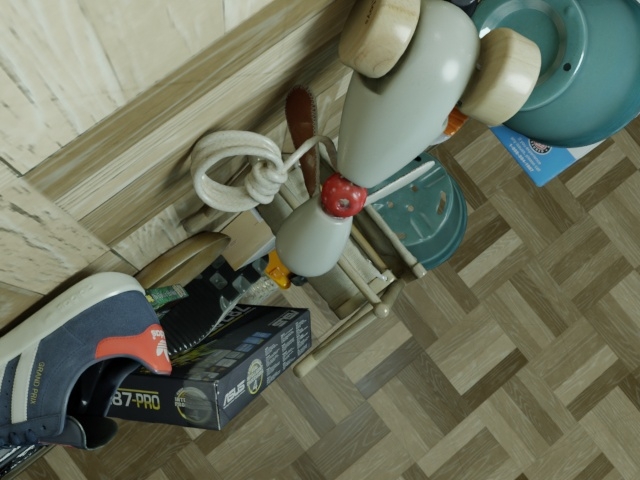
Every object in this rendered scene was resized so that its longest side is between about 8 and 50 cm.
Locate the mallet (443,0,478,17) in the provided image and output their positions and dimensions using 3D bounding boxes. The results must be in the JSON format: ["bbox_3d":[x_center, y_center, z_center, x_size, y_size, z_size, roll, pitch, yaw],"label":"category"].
[{"bbox_3d":[0.212,-0.326,0.819,0.190,0.039,0.062,-44,174,12],"label":"mallet"}]

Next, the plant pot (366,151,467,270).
[{"bbox_3d":[0.229,-0.089,1.963,0.341,0.341,0.334,-39,170,3],"label":"plant pot"}]

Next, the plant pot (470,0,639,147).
[{"bbox_3d":[0.347,-0.280,1.109,0.272,0.271,0.255,-40,162,30],"label":"plant pot"}]

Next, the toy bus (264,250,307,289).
[{"bbox_3d":[-0.033,-0.023,1.537,0.220,0.149,0.211,-37,-167,3],"label":"toy bus"}]

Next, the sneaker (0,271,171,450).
[{"bbox_3d":[-0.315,0.188,0.789,0.350,0.148,0.131,-37,164,4],"label":"sneaker"}]

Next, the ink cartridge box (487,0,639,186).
[{"bbox_3d":[0.472,-0.334,1.306,0.395,0.285,0.166,-40,175,32],"label":"ink cartridge box"}]

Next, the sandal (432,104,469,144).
[{"bbox_3d":[0.288,-0.292,1.521,0.265,0.102,0.076,-41,174,2],"label":"sandal"}]

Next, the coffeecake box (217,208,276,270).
[{"bbox_3d":[-0.084,-0.032,1.266,0.142,0.068,0.185,-41,176,19],"label":"coffeecake box"}]

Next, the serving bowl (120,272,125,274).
[{"bbox_3d":[-0.270,0.065,0.893,0.083,0.027,0.083,-38,176,-3],"label":"serving bowl"}]

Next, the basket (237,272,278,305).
[{"bbox_3d":[-0.200,0.118,1.730,0.167,0.113,0.103,-40,173,30],"label":"basket"}]

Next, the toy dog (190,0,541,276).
[{"bbox_3d":[0.049,-0.123,0.717,0.334,0.220,0.161,-32,-148,28],"label":"toy dog"}]

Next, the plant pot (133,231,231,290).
[{"bbox_3d":[-0.238,0.057,1.114,0.236,0.032,0.236,-38,177,-2],"label":"plant pot"}]

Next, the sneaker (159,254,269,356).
[{"bbox_3d":[-0.233,0.125,1.313,0.330,0.122,0.146,-36,174,-38],"label":"sneaker"}]

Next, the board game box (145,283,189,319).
[{"bbox_3d":[-0.275,0.116,0.997,0.136,0.030,0.260,-36,176,5],"label":"board game box"}]

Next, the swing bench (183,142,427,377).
[{"bbox_3d":[0.000,0.000,0.992,0.165,0.253,0.255,-41,177,30],"label":"swing bench"}]

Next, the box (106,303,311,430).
[{"bbox_3d":[-0.233,0.215,1.358,0.318,0.097,0.395,3,-166,22],"label":"box"}]

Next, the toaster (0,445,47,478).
[{"bbox_3d":[-0.438,0.261,1.013,0.186,0.110,0.168,-37,176,-40],"label":"toaster"}]
